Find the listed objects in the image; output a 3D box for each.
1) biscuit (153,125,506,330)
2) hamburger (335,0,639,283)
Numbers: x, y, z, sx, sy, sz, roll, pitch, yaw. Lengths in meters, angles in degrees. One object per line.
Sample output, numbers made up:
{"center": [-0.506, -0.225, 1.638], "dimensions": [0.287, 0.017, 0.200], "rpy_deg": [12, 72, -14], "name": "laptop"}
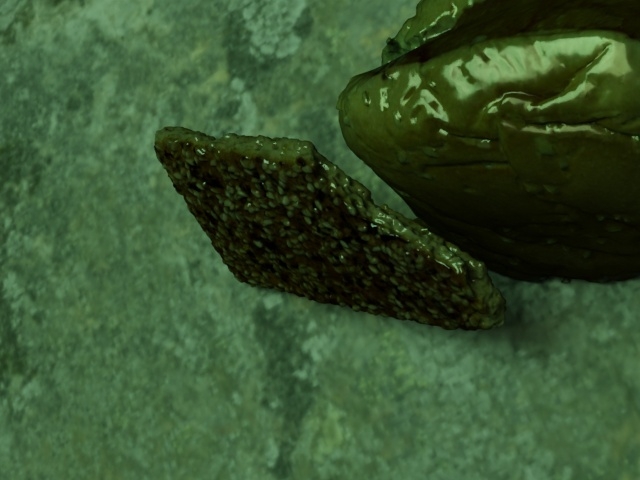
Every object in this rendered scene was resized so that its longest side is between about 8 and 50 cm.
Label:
{"center": [-0.002, -0.007, 0.947], "dimensions": [0.237, 0.131, 0.026], "rpy_deg": [11, 52, 47], "name": "biscuit"}
{"center": [0.141, -0.069, 0.855], "dimensions": [0.309, 0.211, 0.132], "rpy_deg": [-2, 70, 32], "name": "hamburger"}
